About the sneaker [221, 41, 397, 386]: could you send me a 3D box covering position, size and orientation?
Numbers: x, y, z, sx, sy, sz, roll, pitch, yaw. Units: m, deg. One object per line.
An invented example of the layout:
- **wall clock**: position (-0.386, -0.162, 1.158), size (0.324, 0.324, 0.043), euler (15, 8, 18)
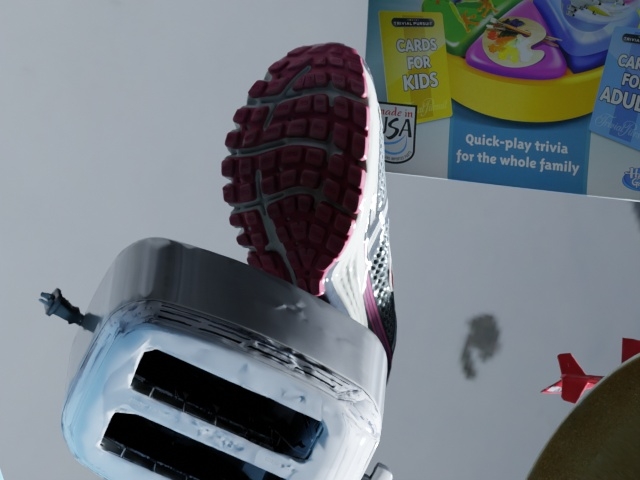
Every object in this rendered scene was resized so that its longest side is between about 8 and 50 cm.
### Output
- **sneaker**: position (0.000, 0.000, 1.262), size (0.112, 0.121, 0.299), euler (-26, 124, -56)

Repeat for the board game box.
- **board game box**: position (0.166, -0.208, 1.277), size (0.079, 0.253, 0.336), euler (-28, 123, -66)

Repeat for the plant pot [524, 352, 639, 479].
- **plant pot**: position (0.325, 0.251, 1.406), size (0.254, 0.237, 0.237), euler (37, 73, -14)

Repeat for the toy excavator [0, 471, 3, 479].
- **toy excavator**: position (-0.259, 0.253, 0.949), size (0.433, 0.222, 0.445), euler (-55, 150, 14)

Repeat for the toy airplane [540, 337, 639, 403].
- **toy airplane**: position (0.295, 0.142, 1.696), size (0.151, 0.151, 0.028), euler (-34, 142, -32)

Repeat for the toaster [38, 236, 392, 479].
- **toaster**: position (-0.063, 0.087, 1.008), size (0.227, 0.146, 0.129), euler (26, 102, -9)
